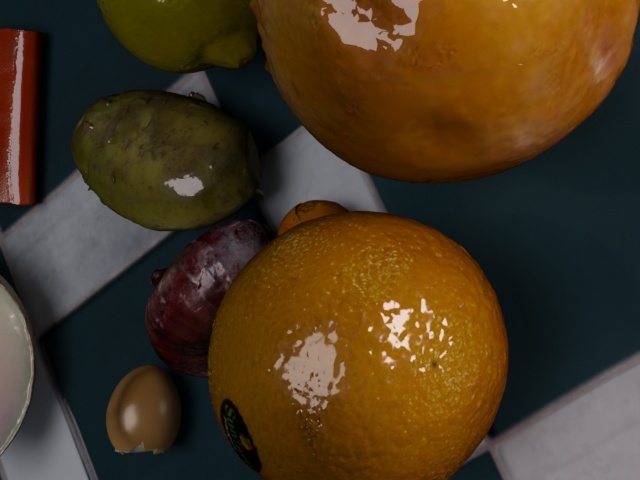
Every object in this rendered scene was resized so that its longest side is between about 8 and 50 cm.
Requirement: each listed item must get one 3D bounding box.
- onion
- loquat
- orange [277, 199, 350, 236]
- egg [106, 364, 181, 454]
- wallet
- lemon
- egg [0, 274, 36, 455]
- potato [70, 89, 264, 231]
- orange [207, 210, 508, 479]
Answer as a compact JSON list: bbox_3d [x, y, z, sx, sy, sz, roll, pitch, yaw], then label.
[{"bbox_3d":[-0.115,0.069,1.588,0.151,0.098,0.206,60,136,35],"label":"onion"},{"bbox_3d":[0.098,-0.205,1.320,0.328,0.328,0.328,0,90,38],"label":"loquat"},{"bbox_3d":[-0.001,0.000,1.535,0.083,0.083,0.083,0,90,38],"label":"orange"},{"bbox_3d":[-0.187,0.180,1.681,0.080,0.080,0.096,3,95,38],"label":"egg"},{"bbox_3d":[-0.382,-0.143,1.856,0.142,0.045,0.204,5,93,38],"label":"wallet"},{"bbox_3d":[-0.140,-0.275,1.584,0.184,0.184,0.248,-38,68,32],"label":"lemon"},{"bbox_3d":[-0.433,0.116,1.828,0.206,0.162,0.271,-44,97,-5],"label":"egg"},{"bbox_3d":[-0.155,-0.081,1.629,0.251,0.113,0.149,19,66,34],"label":"potato"},{"bbox_3d":[0.031,0.105,1.397,0.274,0.274,0.274,0,90,38],"label":"orange"}]
